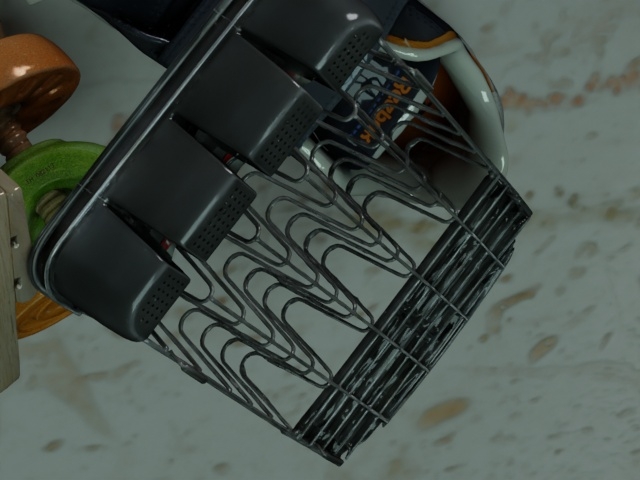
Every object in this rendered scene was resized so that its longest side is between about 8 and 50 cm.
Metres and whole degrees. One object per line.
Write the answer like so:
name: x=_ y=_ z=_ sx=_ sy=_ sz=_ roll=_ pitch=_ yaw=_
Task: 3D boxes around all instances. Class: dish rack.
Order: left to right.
dish rack: x=0.000 y=0.000 z=0.900 sx=0.208 sy=0.074 sz=0.271 roll=-51 pitch=144 yaw=-1

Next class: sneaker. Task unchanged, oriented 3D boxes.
sneaker: x=-0.013 y=-0.118 z=0.976 sx=0.321 sy=0.127 sz=0.126 roll=25 pitch=112 yaw=-33

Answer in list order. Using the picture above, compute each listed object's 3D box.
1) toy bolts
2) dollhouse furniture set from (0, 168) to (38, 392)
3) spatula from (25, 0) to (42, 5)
toy bolts: x=-0.230 y=-0.018 z=0.981 sx=0.228 sy=0.158 sz=0.218 roll=-33 pitch=171 yaw=-11
dollhouse furniture set: x=-0.341 y=0.027 z=0.866 sx=0.286 sy=0.303 sz=0.198 roll=-26 pitch=138 yaw=-31
spatula: x=-0.091 y=-0.229 z=0.853 sx=0.242 sy=0.019 sz=0.168 roll=-20 pitch=111 yaw=23
